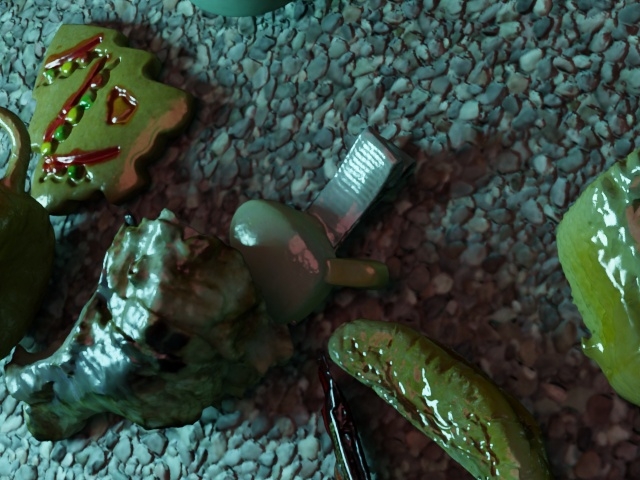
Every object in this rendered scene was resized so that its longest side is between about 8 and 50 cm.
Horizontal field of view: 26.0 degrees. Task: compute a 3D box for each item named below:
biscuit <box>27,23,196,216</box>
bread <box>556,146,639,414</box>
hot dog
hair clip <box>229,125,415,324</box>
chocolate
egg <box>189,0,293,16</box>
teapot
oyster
[{"bbox_3d":[-0.238,-0.139,1.450,0.212,0.041,0.239,-35,61,17],"label":"biscuit"},{"bbox_3d":[0.292,0.026,1.025,0.262,0.162,0.204,-32,71,33],"label":"bread"},{"bbox_3d":[0.108,0.134,1.134,0.242,0.084,0.073,37,93,35],"label":"hot dog"},{"bbox_3d":[0.001,0.002,1.255,0.218,0.071,0.159,-50,59,11],"label":"hair clip"},{"bbox_3d":[0.024,0.186,1.167,0.028,0.086,0.182,-12,67,-6],"label":"chocolate"},{"bbox_3d":[-0.051,-0.318,1.328,0.231,0.168,0.168,-47,57,3],"label":"egg"},{"bbox_3d":[-0.371,0.011,1.362,0.167,0.203,0.311,20,100,18],"label":"teapot"},{"bbox_3d":[-0.183,0.088,1.278,0.337,0.133,0.198,-22,95,43],"label":"oyster"}]
